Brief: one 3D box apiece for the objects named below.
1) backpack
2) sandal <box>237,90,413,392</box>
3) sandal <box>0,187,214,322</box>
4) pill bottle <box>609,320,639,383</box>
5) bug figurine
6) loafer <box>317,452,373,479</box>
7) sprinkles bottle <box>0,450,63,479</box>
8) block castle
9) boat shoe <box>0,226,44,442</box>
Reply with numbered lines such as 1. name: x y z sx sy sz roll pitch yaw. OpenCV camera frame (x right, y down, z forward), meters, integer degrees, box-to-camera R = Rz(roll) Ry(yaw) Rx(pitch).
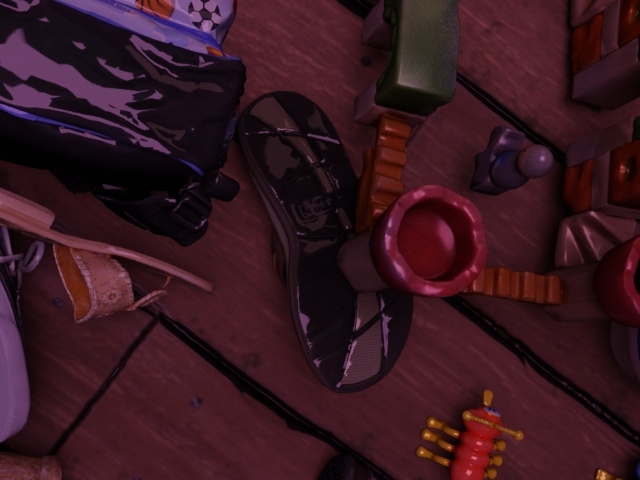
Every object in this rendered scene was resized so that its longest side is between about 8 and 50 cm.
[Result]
1. backpack: -0.194 -0.131 0.687 0.277 0.263 0.213 23 78 -12
2. sandal: 0.001 -0.001 0.798 0.120 0.086 0.302 -12 73 -20
3. sandal: -0.213 0.032 0.732 0.240 0.088 0.079 28 75 -33
4. pill bottle: 0.378 0.094 0.743 0.152 0.272 0.152 0 87 -7
5. bug figurine: 0.227 0.279 0.815 0.279 0.072 0.216 17 85 -7
6. loafer: 0.033 0.314 0.792 0.078 0.080 0.219 3 92 -17
7. sprinkles bottle: -0.404 0.210 0.677 0.356 0.121 0.121 15 85 -19
8. block castle: 0.196 -0.153 0.720 0.303 0.213 0.452 10 78 -17
9. boat shoe: -0.315 0.028 0.741 0.113 0.105 0.306 -31 81 24
